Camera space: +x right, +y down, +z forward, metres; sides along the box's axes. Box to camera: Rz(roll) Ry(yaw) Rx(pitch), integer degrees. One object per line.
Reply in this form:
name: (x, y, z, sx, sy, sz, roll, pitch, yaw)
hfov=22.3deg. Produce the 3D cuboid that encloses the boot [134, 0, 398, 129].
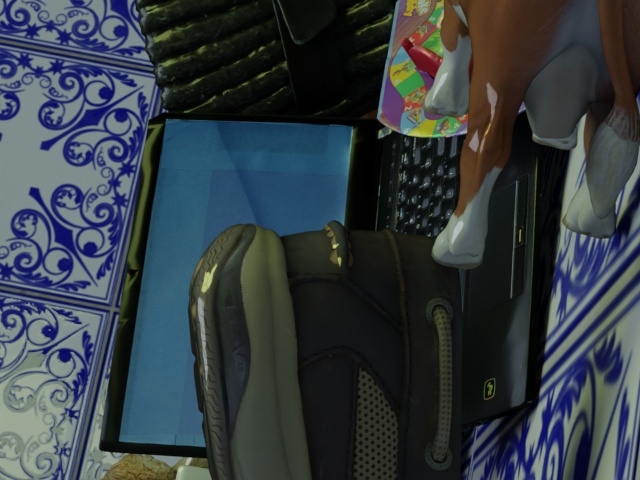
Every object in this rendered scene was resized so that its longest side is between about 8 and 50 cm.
boot: (-0.008, -0.233, 1.122, 0.131, 0.260, 0.348, 47, -148, -66)

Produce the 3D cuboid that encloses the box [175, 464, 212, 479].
box: (0.001, 0.192, 0.849, 0.130, 0.170, 0.091, 100, 179, -62)

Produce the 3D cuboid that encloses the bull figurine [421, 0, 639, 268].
bull figurine: (0.098, -0.119, 0.705, 0.310, 0.101, 0.188, -73, -9, -65)

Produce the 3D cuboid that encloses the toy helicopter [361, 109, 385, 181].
toy helicopter: (0.046, -0.206, 1.267, 0.140, 0.235, 0.355, 101, 180, -63)

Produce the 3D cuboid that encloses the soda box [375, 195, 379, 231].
soda box: (0.043, 0.115, 1.134, 0.098, 0.091, 0.286, -4, -72, -60)

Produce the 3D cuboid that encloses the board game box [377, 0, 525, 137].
board game box: (0.087, -0.132, 0.910, 0.033, 0.133, 0.169, 50, -143, -37)

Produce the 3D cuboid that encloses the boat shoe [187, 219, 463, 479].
boat shoe: (0.032, 0.164, 0.663, 0.132, 0.130, 0.355, -138, 39, -81)

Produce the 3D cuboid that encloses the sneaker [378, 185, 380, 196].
sneaker: (0.070, -0.038, 1.549, 0.297, 0.129, 0.111, 97, -178, -69)

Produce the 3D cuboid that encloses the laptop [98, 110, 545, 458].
laptop: (0.000, 0.000, 0.940, 0.264, 0.136, 0.234, -31, 48, 54)

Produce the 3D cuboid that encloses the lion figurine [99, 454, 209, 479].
lion figurine: (-0.052, 0.282, 1.023, 0.392, 0.142, 0.240, 59, 166, 30)
